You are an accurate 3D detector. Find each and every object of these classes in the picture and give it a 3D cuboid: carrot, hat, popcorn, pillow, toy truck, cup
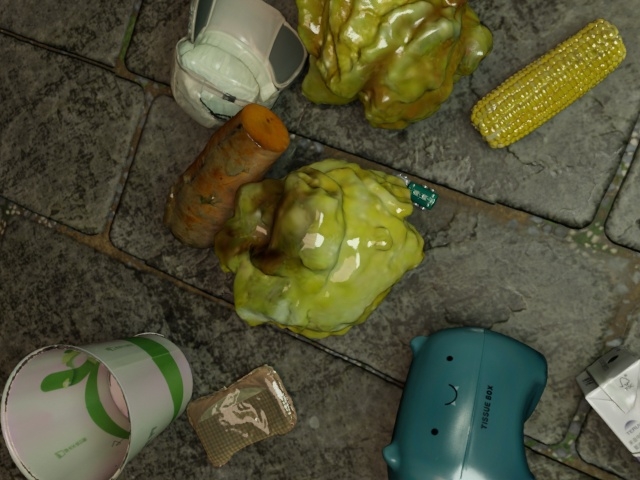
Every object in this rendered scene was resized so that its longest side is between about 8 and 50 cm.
[{"bbox_3d":[-0.167,-0.104,1.044,0.302,0.139,0.138,-41,78,36],"label":"carrot"},{"bbox_3d":[-0.160,-0.325,1.060,0.161,0.232,0.275,-1,72,50],"label":"hat"},{"bbox_3d":[0.084,-0.332,0.926,0.321,0.290,0.325,-38,99,12],"label":"popcorn"},{"bbox_3d":[-0.149,0.328,1.131,0.211,0.034,0.135,-31,80,14],"label":"pillow"},{"bbox_3d":[0.160,-0.083,1.024,0.083,0.044,0.039,30,96,14],"label":"toy truck"},{"bbox_3d":[-0.373,0.285,1.076,0.253,0.274,0.253,1,93,18],"label":"cup"},{"bbox_3d":[0.004,0.002,0.960,0.312,0.312,0.312,0,91,17],"label":"popcorn"}]

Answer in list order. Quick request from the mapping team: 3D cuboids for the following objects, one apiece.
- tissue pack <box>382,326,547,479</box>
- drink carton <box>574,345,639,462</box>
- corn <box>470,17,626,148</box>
[{"bbox_3d":[0.206,0.276,0.888,0.206,0.198,0.287,15,55,11],"label":"tissue pack"},{"bbox_3d":[0.490,0.273,0.880,0.102,0.134,0.222,-41,79,14],"label":"drink carton"},{"bbox_3d":[0.351,-0.239,0.937,0.244,0.093,0.093,-35,81,15],"label":"corn"}]
